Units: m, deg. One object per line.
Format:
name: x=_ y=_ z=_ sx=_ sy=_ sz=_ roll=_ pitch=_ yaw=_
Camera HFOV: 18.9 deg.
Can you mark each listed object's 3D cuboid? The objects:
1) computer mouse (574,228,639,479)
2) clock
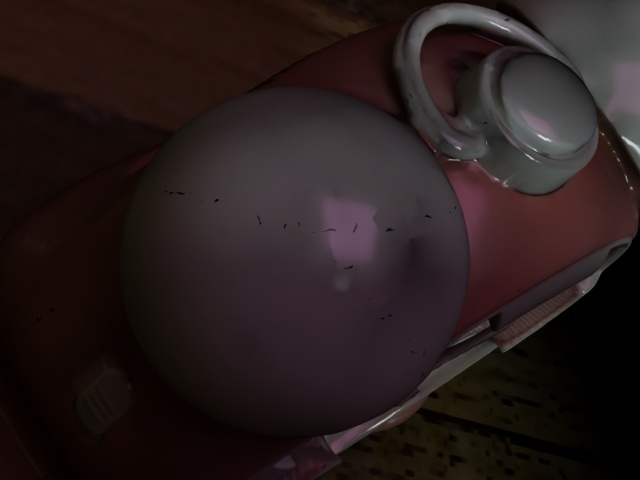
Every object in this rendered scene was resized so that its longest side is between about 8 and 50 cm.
computer mouse: x=0.147 y=0.048 z=0.515 sx=0.116 sy=0.183 sz=0.323 roll=-11 pitch=75 yaw=-13
clock: x=0.000 y=0.000 z=0.437 sx=0.166 sy=0.162 sz=0.093 roll=-25 pitch=82 yaw=-43
